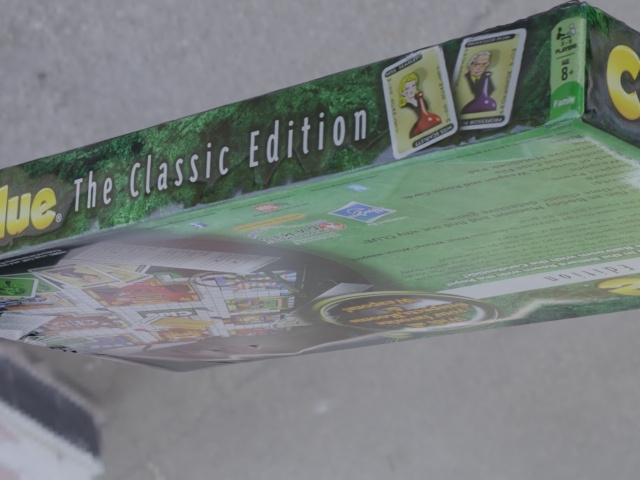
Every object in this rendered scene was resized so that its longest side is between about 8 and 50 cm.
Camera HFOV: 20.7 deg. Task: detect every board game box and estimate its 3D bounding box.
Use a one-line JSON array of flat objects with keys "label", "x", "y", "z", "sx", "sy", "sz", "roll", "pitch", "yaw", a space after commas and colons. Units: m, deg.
[{"label": "board game box", "x": 0.000, "y": 0.000, "z": 0.456, "sx": 0.259, "sy": 0.030, "sz": 0.136, "roll": -11, "pitch": 157, "yaw": 41}]
